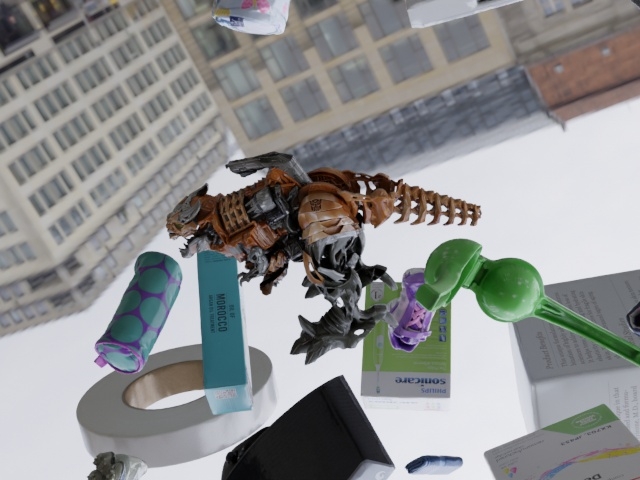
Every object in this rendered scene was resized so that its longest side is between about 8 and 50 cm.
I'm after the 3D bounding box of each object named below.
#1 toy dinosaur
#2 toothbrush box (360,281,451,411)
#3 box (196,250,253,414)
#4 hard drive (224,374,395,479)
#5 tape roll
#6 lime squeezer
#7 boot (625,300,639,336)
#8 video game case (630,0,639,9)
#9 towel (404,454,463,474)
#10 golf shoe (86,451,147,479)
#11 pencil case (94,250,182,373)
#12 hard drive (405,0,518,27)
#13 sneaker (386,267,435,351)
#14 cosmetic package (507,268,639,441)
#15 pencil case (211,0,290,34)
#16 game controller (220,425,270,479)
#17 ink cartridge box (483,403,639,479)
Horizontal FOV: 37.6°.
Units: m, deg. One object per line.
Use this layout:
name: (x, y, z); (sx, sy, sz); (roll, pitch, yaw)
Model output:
toy dinosaur: (0.000, 0.000, 1.018); (0.322, 0.218, 0.164); (5, -144, 29)
toothbrush box: (0.206, 0.249, 2.214); (0.206, 0.122, 0.283); (0, -116, 8)
box: (-0.139, 0.116, 1.347); (0.060, 0.100, 0.244); (-6, -121, -2)
hard drive: (-0.029, 0.316, 1.254); (0.254, 0.054, 0.172); (-48, -129, 22)
tape roll: (-0.273, 0.307, 1.817); (0.392, 0.072, 0.392); (-10, -163, 3)
lime squeezer: (0.151, 0.041, 0.740); (0.110, 0.310, 0.059); (19, -90, 47)
boot: (0.403, 0.058, 0.930); (0.190, 0.086, 0.069); (-38, -139, 22)
video game case: (0.218, -0.221, 0.491); (0.035, 0.275, 0.248); (-16, -134, -8)
towel: (0.241, 0.472, 1.986); (0.067, 0.119, 0.029); (-41, -130, 39)
golf shoe: (-0.299, 0.371, 1.301); (0.069, 0.086, 0.176); (44, -74, 32)
pencil case: (-0.223, 0.088, 1.160); (0.070, 0.064, 0.151); (-11, -139, 30)
hard drive: (0.233, -0.460, 1.445); (0.233, 0.047, 0.353); (-14, -138, 11)
sneaker: (0.179, 0.134, 1.740); (0.236, 0.095, 0.104); (110, -6, -58)
cosmetic package: (0.604, 0.283, 1.895); (0.394, 0.327, 0.329); (-10, -152, 7)
pencil case: (-0.096, -0.476, 1.547); (0.124, 0.273, 0.113); (13, -178, 24)
game controller: (-0.130, 0.488, 1.680); (0.166, 0.067, 0.319); (-49, -153, 37)
ink cartridge box: (0.361, 0.362, 1.252); (0.207, 0.119, 0.353); (-23, -170, 2)
